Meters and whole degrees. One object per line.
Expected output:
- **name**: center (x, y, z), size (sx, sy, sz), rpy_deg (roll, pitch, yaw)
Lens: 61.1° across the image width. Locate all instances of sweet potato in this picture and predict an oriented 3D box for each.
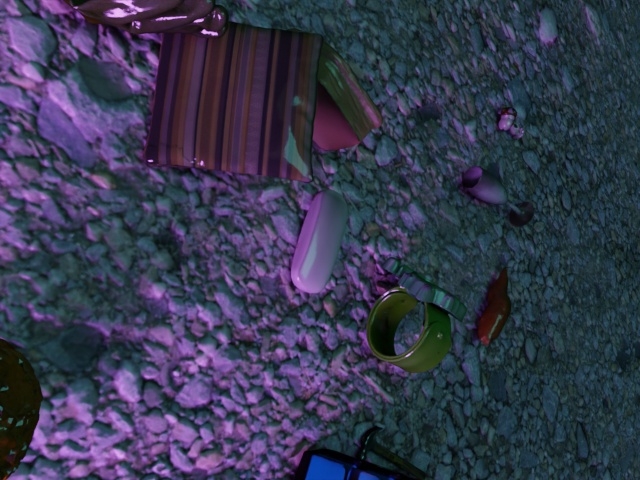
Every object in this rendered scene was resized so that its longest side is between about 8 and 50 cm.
- **sweet potato**: center (0.369, 0.133, 1.128), size (0.056, 0.056, 0.195), rpy_deg (43, 56, -30)

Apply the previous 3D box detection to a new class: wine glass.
- **wine glass**: center (0.373, -0.093, 1.145), size (0.198, 0.066, 0.066), rpy_deg (25, 70, -35)

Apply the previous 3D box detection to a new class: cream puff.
- **cream puff**: center (-0.327, 0.159, 0.479), size (0.150, 0.115, 0.165), rpy_deg (-27, 105, -42)

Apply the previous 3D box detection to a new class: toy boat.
- **toy boat**: center (-0.002, -0.216, 0.794), size (0.188, 0.116, 0.061), rpy_deg (48, 64, -27)

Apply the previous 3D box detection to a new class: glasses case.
- **glasses case**: center (0.000, 0.000, 0.824), size (0.063, 0.041, 0.164), rpy_deg (30, 67, -37)

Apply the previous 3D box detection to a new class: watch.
- **watch**: center (0.146, 0.130, 0.895), size (0.131, 0.165, 0.152), rpy_deg (29, 92, -37)

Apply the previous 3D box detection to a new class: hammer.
- **hammer**: center (0.127, 0.369, 0.922), size (0.182, 0.017, 0.062), rpy_deg (41, 62, -33)

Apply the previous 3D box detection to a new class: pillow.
- **pillow**: center (-0.106, -0.183, 0.693), size (0.212, 0.052, 0.208), rpy_deg (6, 79, -6)

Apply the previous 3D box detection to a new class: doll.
- **doll**: center (0.433, -0.267, 1.225), size (0.085, 0.040, 0.058), rpy_deg (9, 93, -36)

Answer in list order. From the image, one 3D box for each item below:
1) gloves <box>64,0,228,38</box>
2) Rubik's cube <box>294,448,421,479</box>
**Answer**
- **gloves**: center (-0.231, -0.298, 0.611), size (0.268, 0.107, 0.135), rpy_deg (22, 63, -20)
- **Rubik's cube**: center (0.115, 0.471, 0.727), size (0.293, 0.288, 0.283), rpy_deg (38, 64, -34)
